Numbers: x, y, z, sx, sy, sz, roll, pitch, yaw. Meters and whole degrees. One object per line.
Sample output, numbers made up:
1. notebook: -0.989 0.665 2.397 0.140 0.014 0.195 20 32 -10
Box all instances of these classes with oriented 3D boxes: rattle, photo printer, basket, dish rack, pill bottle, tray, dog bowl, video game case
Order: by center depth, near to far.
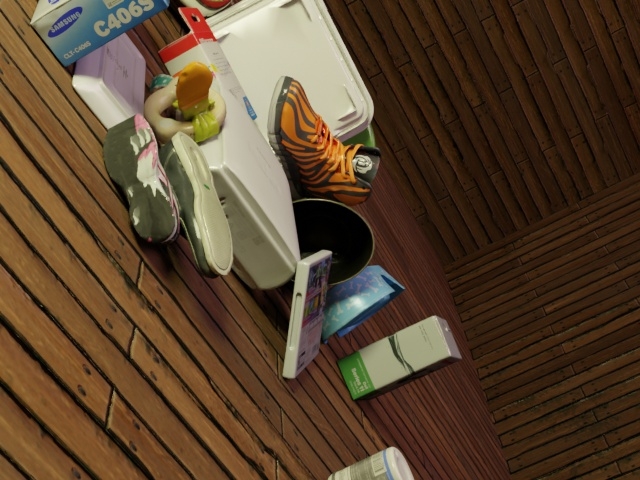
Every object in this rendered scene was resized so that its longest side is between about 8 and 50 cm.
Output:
1. pill bottle: 0.057 0.349 1.313 0.078 0.137 0.078 57 13 -21
2. tray: -0.291 -0.237 1.352 0.145 0.030 0.270 53 15 -36
3. rattle: -0.217 -0.245 1.413 0.143 0.130 0.200 67 7 -45
4. photo printer: -0.136 -0.101 1.532 0.256 0.107 0.307 56 14 -34
5. video game case: -0.020 0.115 1.537 0.201 0.023 0.183 -22 120 -78
6. basket: 0.000 0.000 1.768 0.227 0.204 0.154 -29 124 -86
7. dish rack: -0.072 -0.315 1.822 0.333 0.285 0.072 62 -5 -9
8. dog bowl: 0.068 0.117 1.836 0.074 0.166 0.297 54 11 8

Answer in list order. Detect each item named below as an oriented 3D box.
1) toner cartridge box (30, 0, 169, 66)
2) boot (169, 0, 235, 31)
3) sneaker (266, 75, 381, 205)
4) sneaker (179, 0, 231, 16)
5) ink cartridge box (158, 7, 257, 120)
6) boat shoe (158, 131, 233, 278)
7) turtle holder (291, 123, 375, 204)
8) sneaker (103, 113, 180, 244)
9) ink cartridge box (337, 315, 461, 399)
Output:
1. toner cartridge box: -0.293 -0.379 1.320 0.075 0.165 0.348 54 14 -32
2. boot: -0.246 -0.492 1.897 0.305 0.115 0.112 56 16 -26
3. sneaker: 0.017 -0.173 1.691 0.321 0.180 0.125 70 34 -60
4. sneaker: -0.268 -0.538 1.752 0.279 0.118 0.107 31 47 -31
5. ink cartridge box: -0.212 -0.301 1.709 0.231 0.078 0.134 62 13 -8
6. boat shoe: -0.178 -0.038 1.277 0.084 0.079 0.233 41 22 -55
7. turtle holder: 0.007 -0.170 1.993 0.320 0.243 0.227 52 -4 -8
8. sneaker: -0.226 -0.071 1.215 0.077 0.072 0.178 65 9 -75
9. ink cartridge box: 0.157 0.230 1.827 0.087 0.208 0.153 67 12 15
